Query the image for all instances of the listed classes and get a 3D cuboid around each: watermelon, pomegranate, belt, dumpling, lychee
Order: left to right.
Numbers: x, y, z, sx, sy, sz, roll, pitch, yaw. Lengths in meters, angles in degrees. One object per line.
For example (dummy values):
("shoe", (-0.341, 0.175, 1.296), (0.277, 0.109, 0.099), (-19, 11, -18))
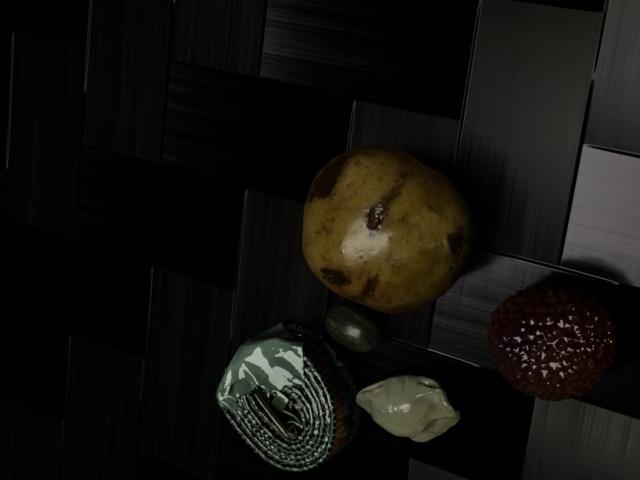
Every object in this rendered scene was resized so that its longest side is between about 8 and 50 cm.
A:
("belt", (-0.052, 0.276, 2.003), (0.207, 0.150, 0.257), (-42, 78, 22))
("watermelon", (0.056, 0.148, 1.952), (0.110, 0.078, 0.078), (32, 115, 24))
("pomegranate", (0.104, -0.018, 1.781), (0.281, 0.281, 0.281), (7, 103, 30))
("dumpling", (0.154, 0.294, 1.926), (0.169, 0.100, 0.134), (-19, 128, 14))
("lychee", (0.353, 0.149, 1.706), (0.188, 0.188, 0.188), (7, 103, 30))
